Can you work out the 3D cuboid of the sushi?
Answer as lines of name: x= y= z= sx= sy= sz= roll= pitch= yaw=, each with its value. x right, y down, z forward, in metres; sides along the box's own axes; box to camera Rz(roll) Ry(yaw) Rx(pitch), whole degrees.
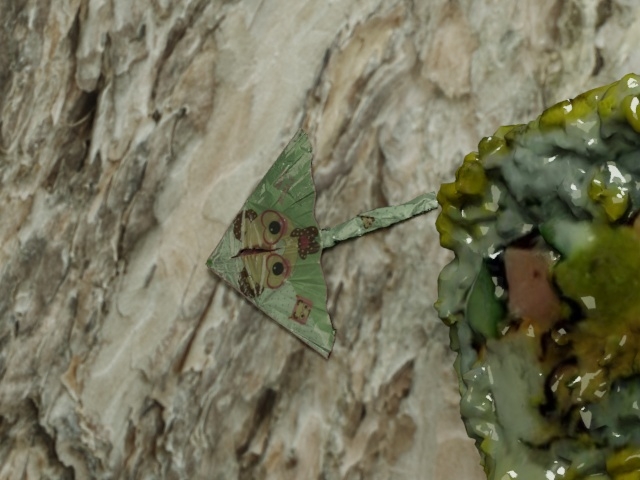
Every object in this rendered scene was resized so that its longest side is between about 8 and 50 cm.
sushi: x=0.285 y=0.052 z=1.366 sx=0.396 sy=0.240 sz=0.351 roll=-22 pitch=79 yaw=42

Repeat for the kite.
kite: x=-0.001 y=0.000 z=1.703 sx=0.250 sy=0.012 sz=0.229 roll=-16 pitch=76 yaw=25
